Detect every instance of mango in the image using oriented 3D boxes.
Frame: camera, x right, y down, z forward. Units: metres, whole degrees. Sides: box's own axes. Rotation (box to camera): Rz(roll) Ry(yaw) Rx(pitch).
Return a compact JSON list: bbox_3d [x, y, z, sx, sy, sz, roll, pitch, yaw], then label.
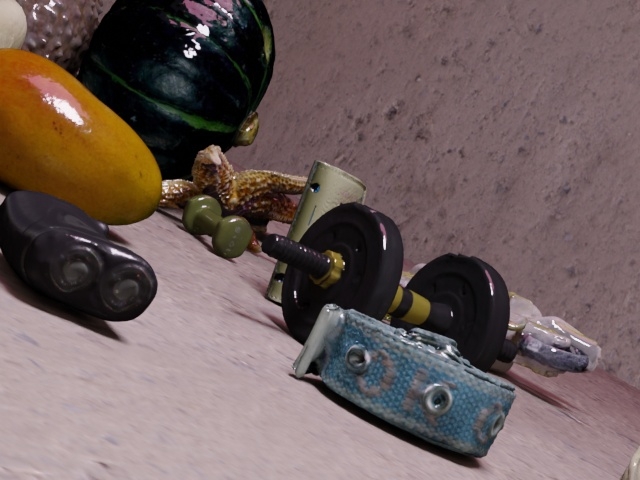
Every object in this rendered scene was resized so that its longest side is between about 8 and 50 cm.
[{"bbox_3d":[-0.245,-0.091,1.491,0.221,0.120,0.151,35,1,-6],"label":"mango"}]

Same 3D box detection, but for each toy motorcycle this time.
[{"bbox_3d":[0.220,0.108,2.212,0.340,0.108,0.223,21,7,19],"label":"toy motorcycle"}]

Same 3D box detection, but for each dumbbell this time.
[{"bbox_3d":[0.073,0.058,1.525,0.325,0.143,0.143,24,5,-36],"label":"dumbbell"},{"bbox_3d":[-0.123,-0.017,1.888,0.046,0.052,0.118,22,7,-31],"label":"dumbbell"}]

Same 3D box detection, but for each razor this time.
[{"bbox_3d":[-0.172,0.010,1.088,0.090,0.054,0.148,26,3,-28],"label":"razor"}]

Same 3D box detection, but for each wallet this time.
[{"bbox_3d":[0.000,0.000,1.717,0.039,0.155,0.110,21,0,25],"label":"wallet"}]

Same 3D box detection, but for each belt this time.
[{"bbox_3d":[0.079,0.113,1.297,0.147,0.082,0.163,25,1,29],"label":"belt"}]

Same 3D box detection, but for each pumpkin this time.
[{"bbox_3d":[-0.178,-0.202,2.057,0.238,0.315,0.315,31,4,0],"label":"pumpkin"}]

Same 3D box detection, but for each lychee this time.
[{"bbox_3d":[-0.428,-0.304,2.095,0.300,0.300,0.300,27,4,-2],"label":"lychee"}]

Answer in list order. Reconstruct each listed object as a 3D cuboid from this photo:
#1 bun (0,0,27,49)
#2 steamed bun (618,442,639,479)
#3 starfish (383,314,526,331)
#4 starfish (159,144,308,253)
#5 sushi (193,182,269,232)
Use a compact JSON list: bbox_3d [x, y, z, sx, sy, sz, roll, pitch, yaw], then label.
[{"bbox_3d":[-0.409,-0.191,1.590,0.231,0.133,0.231,2,4,0],"label":"bun"},{"bbox_3d":[0.393,0.205,1.324,0.268,0.207,0.280,27,2,8],"label":"steamed bun"},{"bbox_3d":[0.159,0.084,2.055,0.223,0.050,0.217,13,21,23],"label":"starfish"},{"bbox_3d":[-0.117,-0.057,1.992,0.238,0.216,0.071,-5,54,-19],"label":"starfish"},{"bbox_3d":[-0.133,-0.051,2.339,0.290,0.050,0.264,24,-3,-24],"label":"sushi"}]
